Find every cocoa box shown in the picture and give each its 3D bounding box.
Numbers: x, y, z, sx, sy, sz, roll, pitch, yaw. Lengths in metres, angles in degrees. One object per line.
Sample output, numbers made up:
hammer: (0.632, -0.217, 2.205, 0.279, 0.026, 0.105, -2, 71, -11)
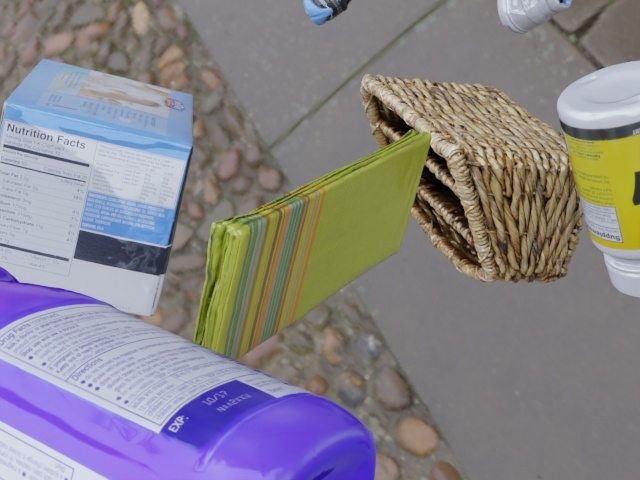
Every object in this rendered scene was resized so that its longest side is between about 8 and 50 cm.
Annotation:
cocoa box: (-0.298, -0.084, 1.426, 0.347, 0.231, 0.228, -110, 34, -71)

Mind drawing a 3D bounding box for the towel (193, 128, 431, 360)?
towel: (0.000, 0.000, 0.683, 0.021, 0.237, 0.102, 28, 120, 22)

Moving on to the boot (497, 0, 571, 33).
boot: (0.340, -0.457, 1.682, 0.123, 0.095, 0.258, -16, 73, 53)

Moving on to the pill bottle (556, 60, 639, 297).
pill bottle: (0.310, -0.057, 1.053, 0.119, 0.209, 0.119, -17, 26, 9)

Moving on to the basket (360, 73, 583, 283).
basket: (0.175, -0.070, 1.417, 0.299, 0.223, 0.214, -129, 46, -54)

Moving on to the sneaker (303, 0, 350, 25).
sneaker: (0.030, -0.386, 1.601, 0.078, 0.067, 0.188, -12, 41, 27)

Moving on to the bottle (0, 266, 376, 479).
bottle: (-0.119, 0.074, 0.493, 0.282, 0.118, 0.092, 20, 101, 26)
